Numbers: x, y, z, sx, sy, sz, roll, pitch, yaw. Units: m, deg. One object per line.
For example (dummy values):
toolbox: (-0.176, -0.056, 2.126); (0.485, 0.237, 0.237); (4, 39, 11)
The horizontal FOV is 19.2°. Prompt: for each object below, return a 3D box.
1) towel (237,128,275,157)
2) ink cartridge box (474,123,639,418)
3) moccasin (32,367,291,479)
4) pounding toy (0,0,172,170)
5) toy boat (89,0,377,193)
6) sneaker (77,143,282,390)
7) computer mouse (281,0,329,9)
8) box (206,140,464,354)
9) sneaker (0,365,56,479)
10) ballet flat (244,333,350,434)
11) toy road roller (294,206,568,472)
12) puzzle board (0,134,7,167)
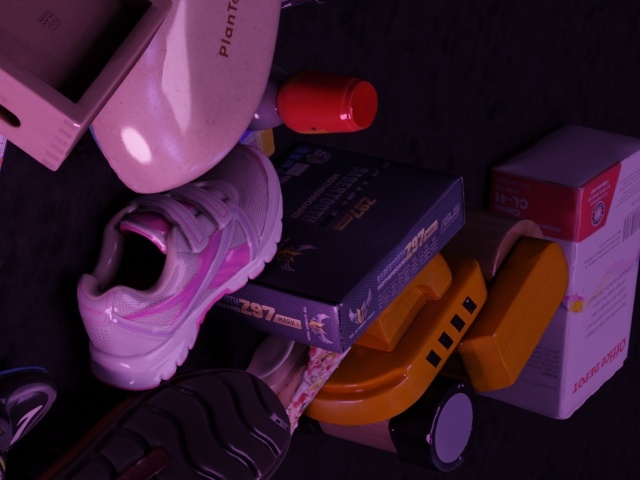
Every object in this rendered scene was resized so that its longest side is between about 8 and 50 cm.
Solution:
towel: (-0.061, -0.106, 1.749); (0.060, 0.009, 0.083); (-39, 135, -47)
ink cartridge box: (0.300, 0.034, 2.343); (0.226, 0.131, 0.306); (-29, 130, -54)
moccasin: (-0.170, 0.229, 1.579); (0.380, 0.139, 0.147); (-42, -179, -41)
pounding toy: (-0.202, -0.187, 1.359); (0.206, 0.181, 0.094); (-58, -174, -30)
toy boat: (-0.092, -0.153, 1.556); (0.318, 0.148, 0.267); (26, 76, -52)
sneaker: (-0.117, 0.003, 1.602); (0.252, 0.103, 0.111); (-58, 149, -31)
computer mouse: (0.057, -0.264, 1.720); (0.262, 0.184, 0.060); (-29, 110, -52)
box: (0.000, 0.000, 1.728); (0.232, 0.183, 0.059); (-44, 139, -43)
sneaker: (-0.261, 0.166, 1.446); (0.188, 0.078, 0.067); (-45, 140, -44)
ballet flat: (-0.050, 0.136, 1.765); (0.077, 0.091, 0.241); (-2, 131, -47)
toy road roller: (0.082, 0.051, 1.886); (0.329, 0.202, 0.240); (-53, 139, -32)
puzzle board: (-0.268, -0.045, 1.402); (0.096, 0.011, 0.128); (8, 97, -62)
